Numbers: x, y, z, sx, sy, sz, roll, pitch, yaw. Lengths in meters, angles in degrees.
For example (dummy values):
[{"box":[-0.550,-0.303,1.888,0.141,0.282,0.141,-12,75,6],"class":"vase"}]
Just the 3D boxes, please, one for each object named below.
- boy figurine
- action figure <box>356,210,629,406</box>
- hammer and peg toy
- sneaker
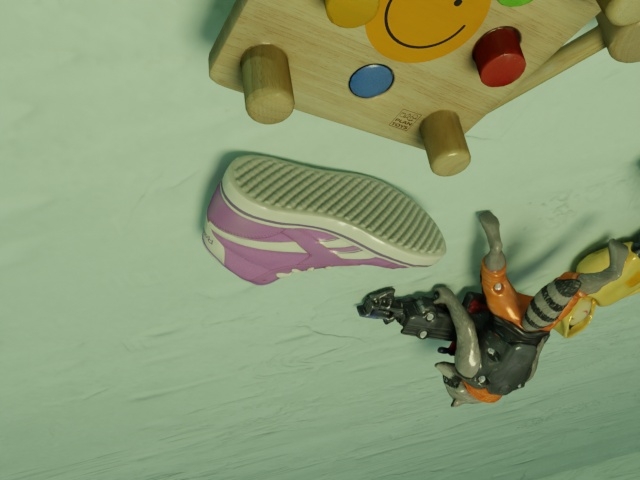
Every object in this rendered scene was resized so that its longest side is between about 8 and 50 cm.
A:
[{"box":[0.481,0.054,0.910,0.285,0.092,0.177,-36,142,21],"class":"boy figurine"},{"box":[0.238,0.124,0.835,0.341,0.179,0.330,4,127,-12],"class":"action figure"},{"box":[0.120,-0.161,0.456,0.361,0.127,0.266,11,145,-31],"class":"hammer and peg toy"},{"box":[0.000,-0.001,0.682,0.282,0.102,0.161,16,136,-19],"class":"sneaker"}]
